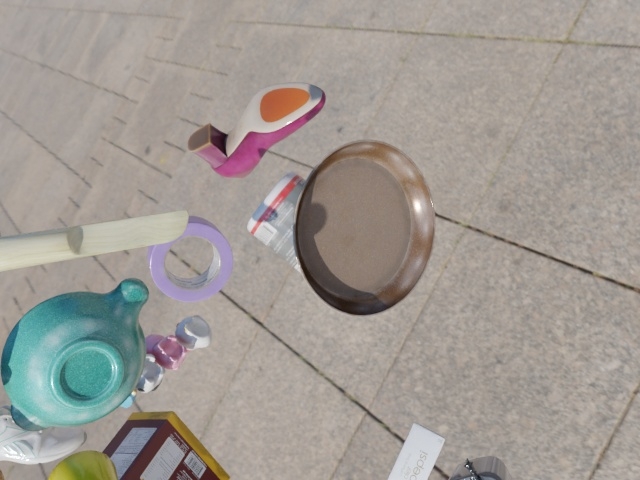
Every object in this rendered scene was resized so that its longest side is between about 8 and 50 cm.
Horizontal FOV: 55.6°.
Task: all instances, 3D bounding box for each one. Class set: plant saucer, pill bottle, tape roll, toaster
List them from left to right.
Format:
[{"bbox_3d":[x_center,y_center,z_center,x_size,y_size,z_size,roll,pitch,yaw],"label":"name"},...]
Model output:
[{"bbox_3d":[-0.303,0.042,1.413,0.189,0.189,0.080,-58,26,3],"label":"tape roll"},{"bbox_3d":[0.000,0.000,1.286,0.161,0.283,0.161,-51,2,2],"label":"pill bottle"},{"bbox_3d":[0.075,-0.021,1.079,0.050,0.310,0.311,6,73,56],"label":"plant saucer"},{"bbox_3d":[0.308,0.500,1.126,0.129,0.146,0.227,-24,81,17],"label":"toaster"}]

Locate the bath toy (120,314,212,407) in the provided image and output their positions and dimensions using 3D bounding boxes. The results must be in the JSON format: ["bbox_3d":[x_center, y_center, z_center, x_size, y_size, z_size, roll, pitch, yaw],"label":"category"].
[{"bbox_3d":[-0.454,0.322,1.681,0.151,0.348,0.129,46,131,9],"label":"bath toy"}]

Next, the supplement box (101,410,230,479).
[{"bbox_3d":[-0.303,0.447,1.092,0.129,0.191,0.194,-14,28,38],"label":"supplement box"}]

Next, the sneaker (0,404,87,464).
[{"bbox_3d":[-0.357,0.228,0.717,0.053,0.152,0.061,-167,80,-71],"label":"sneaker"}]

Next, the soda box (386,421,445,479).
[{"bbox_3d":[0.181,0.492,1.259,0.073,0.069,0.216,25,79,17],"label":"soda box"}]

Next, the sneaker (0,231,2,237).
[{"bbox_3d":[-0.435,-0.079,0.700,0.217,0.079,0.121,46,132,25],"label":"sneaker"}]

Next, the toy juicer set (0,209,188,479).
[{"bbox_3d":[-0.263,0.109,0.568,0.089,0.209,0.329,13,90,57],"label":"toy juicer set"}]

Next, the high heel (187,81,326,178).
[{"bbox_3d":[-0.115,-0.245,1.401,0.377,0.181,0.127,-11,65,33],"label":"high heel"}]
